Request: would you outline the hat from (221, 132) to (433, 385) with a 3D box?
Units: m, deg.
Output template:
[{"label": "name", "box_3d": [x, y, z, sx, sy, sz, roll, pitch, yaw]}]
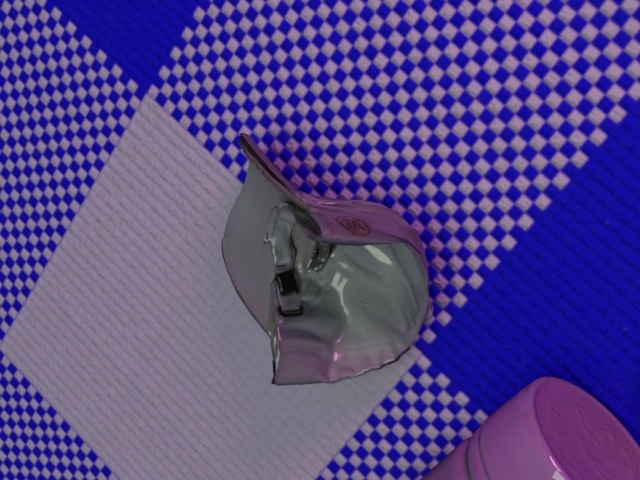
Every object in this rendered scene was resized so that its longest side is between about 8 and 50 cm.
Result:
[{"label": "hat", "box_3d": [-0.003, 0.004, 1.232, 0.301, 0.168, 0.258, 55, 143, 33]}]

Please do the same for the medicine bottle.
[{"label": "medicine bottle", "box_3d": [0.196, 0.321, 1.140, 0.202, 0.202, 0.316, 47, 119, 12]}]
